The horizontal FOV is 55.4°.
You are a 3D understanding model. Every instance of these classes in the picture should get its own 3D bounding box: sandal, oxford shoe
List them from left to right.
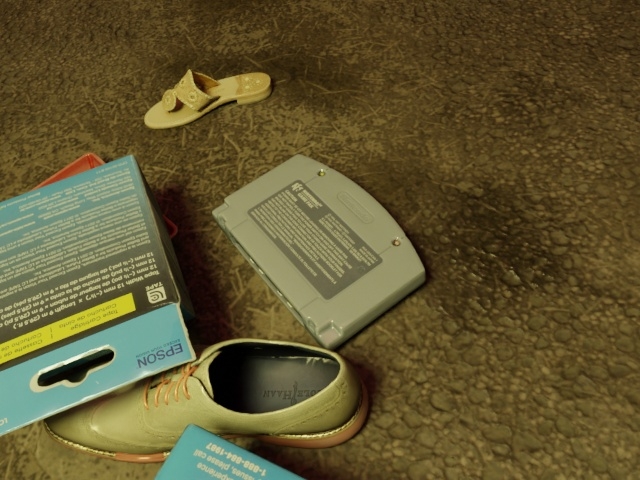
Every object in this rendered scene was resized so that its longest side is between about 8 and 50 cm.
[{"bbox_3d":[-0.148,0.166,0.707,0.397,0.146,0.140,-7,56,5],"label":"oxford shoe"},{"bbox_3d":[-0.209,-0.275,1.086,0.240,0.079,0.088,-15,53,-3],"label":"sandal"}]

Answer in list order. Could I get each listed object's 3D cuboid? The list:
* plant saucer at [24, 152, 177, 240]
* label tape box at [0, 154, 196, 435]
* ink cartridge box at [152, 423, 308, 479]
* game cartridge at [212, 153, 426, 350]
[{"bbox_3d":[-0.381,0.009,0.923,0.258,0.048,0.259,-41,59,-20],"label":"plant saucer"},{"bbox_3d":[-0.300,0.073,0.759,0.249,0.115,0.348,-22,53,-8],"label":"label tape box"},{"bbox_3d":[-0.083,0.407,0.506,0.285,0.166,0.395,19,58,21],"label":"ink cartridge box"},{"bbox_3d":[0.000,0.000,0.869,0.196,0.060,0.294,-35,57,-13],"label":"game cartridge"}]
